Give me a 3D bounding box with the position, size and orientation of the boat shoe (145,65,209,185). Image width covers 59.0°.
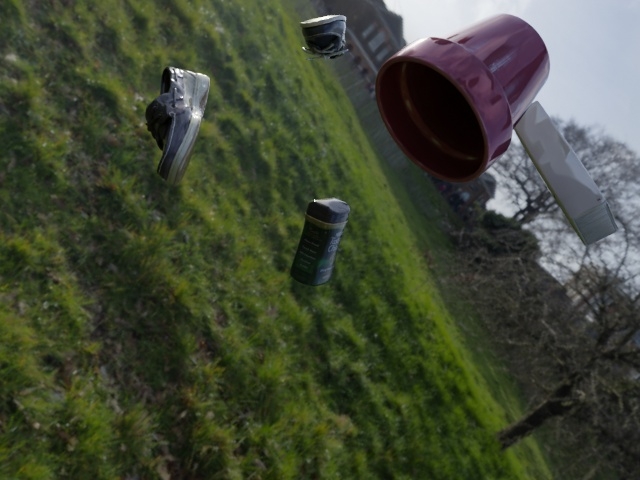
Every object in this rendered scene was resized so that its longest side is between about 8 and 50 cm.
[{"bbox_3d":[-0.252,-0.204,0.963,0.092,0.103,0.285,17,44,-19],"label":"boat shoe"}]

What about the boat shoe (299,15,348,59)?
[{"bbox_3d":[0.008,-0.417,1.175,0.254,0.095,0.079,-82,168,-74],"label":"boat shoe"}]

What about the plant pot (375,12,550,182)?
[{"bbox_3d":[0.206,-0.210,0.779,0.201,0.180,0.201,44,-18,18],"label":"plant pot"}]

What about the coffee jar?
[{"bbox_3d":[0.000,0.000,1.205,0.079,0.184,0.096,25,22,28],"label":"coffee jar"}]

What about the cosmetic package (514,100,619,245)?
[{"bbox_3d":[0.393,-0.113,0.926,0.099,0.060,0.239,40,28,-45],"label":"cosmetic package"}]
